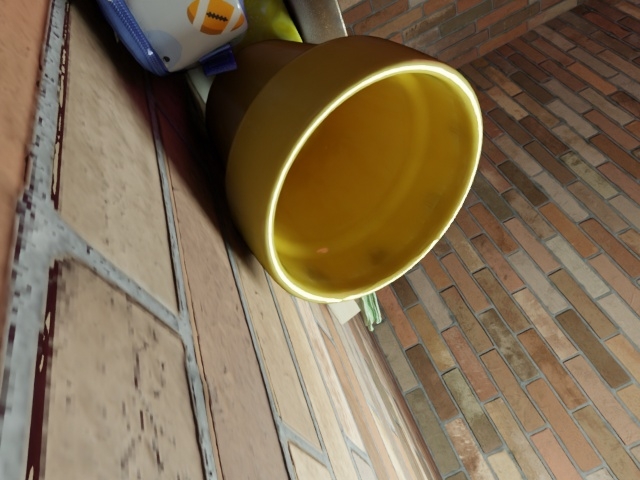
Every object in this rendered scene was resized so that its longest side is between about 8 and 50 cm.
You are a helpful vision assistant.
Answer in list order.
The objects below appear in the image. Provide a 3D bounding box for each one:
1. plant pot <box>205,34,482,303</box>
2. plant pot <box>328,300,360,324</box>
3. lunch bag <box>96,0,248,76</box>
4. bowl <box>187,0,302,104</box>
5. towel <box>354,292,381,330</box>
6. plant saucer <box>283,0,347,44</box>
[{"bbox_3d":[-0.003,-0.103,0.522,0.239,0.254,0.254,46,-9,40],"label":"plant pot"},{"bbox_3d":[0.053,0.094,1.033,0.109,0.096,0.109,60,5,-47],"label":"plant pot"},{"bbox_3d":[-0.150,-0.258,0.421,0.303,0.114,0.243,-113,177,-67],"label":"lunch bag"},{"bbox_3d":[-0.114,-0.270,0.718,0.290,0.155,0.289,62,3,-5],"label":"bowl"},{"bbox_3d":[0.000,0.000,0.886,0.325,0.038,0.248,54,-7,28],"label":"towel"},{"bbox_3d":[-0.049,-0.356,0.632,0.311,0.050,0.310,64,3,-6],"label":"plant saucer"}]
